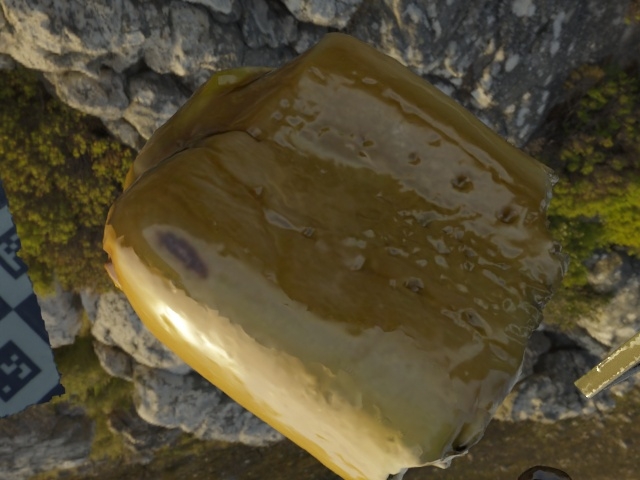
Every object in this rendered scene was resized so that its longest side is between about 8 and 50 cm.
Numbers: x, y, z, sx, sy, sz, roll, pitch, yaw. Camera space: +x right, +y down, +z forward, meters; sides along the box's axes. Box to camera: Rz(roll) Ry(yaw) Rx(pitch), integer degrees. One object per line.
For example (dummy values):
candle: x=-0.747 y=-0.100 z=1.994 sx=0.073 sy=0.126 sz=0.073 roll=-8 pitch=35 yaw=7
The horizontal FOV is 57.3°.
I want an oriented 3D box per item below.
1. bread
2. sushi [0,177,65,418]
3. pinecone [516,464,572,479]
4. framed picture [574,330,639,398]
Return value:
bread: x=0.000 y=0.000 z=0.582 sx=0.361 sy=0.394 sz=0.250 roll=-54 pitch=174 yaw=-29
sushi: x=-0.323 y=0.019 z=0.322 sx=0.289 sy=0.264 sz=0.050 roll=-17 pitch=177 yaw=-21
pinecone: x=0.139 y=0.214 z=0.328 sx=0.179 sy=0.150 sz=0.195 roll=13 pitch=169 yaw=16
framed picture: x=0.316 y=0.023 z=0.419 sx=0.259 sy=0.023 sz=0.189 roll=-15 pitch=147 yaw=-26
